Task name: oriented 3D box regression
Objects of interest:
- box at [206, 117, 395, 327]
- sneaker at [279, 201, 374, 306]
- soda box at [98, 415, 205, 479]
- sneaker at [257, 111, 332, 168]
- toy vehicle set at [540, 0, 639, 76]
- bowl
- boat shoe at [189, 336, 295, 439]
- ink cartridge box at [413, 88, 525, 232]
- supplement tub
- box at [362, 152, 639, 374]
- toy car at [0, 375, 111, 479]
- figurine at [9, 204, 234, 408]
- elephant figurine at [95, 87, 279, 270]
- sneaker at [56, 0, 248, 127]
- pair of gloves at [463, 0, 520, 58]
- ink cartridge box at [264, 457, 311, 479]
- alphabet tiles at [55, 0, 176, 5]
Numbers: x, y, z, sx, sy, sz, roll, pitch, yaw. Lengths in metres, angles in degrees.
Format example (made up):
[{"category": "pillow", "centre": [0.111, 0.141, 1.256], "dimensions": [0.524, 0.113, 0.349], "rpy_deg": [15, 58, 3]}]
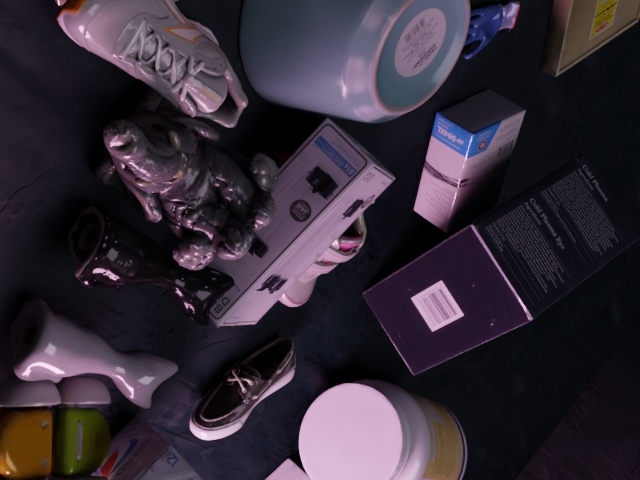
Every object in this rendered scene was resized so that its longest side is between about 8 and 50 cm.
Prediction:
[{"category": "box", "centre": [-0.042, -0.017, 1.330], "dimensions": [0.290, 0.087, 0.169], "rpy_deg": [-47, 168, 8]}, {"category": "sneaker", "centre": [0.000, 0.000, 1.467], "dimensions": [0.103, 0.111, 0.252], "rpy_deg": [-15, 133, -47]}, {"category": "soda box", "centre": [-0.226, 0.311, 1.331], "dimensions": [0.091, 0.098, 0.286], "rpy_deg": [-44, -169, -15]}, {"category": "sneaker", "centre": [-0.048, -0.109, 1.359], "dimensions": [0.161, 0.057, 0.075], "rpy_deg": [-46, 167, -13]}, {"category": "toy vehicle set", "centre": [0.502, -0.421, 1.806], "dimensions": [0.267, 0.035, 0.166], "rpy_deg": [-34, 145, -30]}, {"category": "bowl", "centre": [0.067, -0.269, 1.237], "dimensions": [0.311, 0.163, 0.312], "rpy_deg": [-33, 144, -29]}, {"category": "boat shoe", "centre": [-0.122, 0.225, 1.573], "dimensions": [0.219, 0.077, 0.070], "rpy_deg": [-38, 148, -39]}, {"category": "ink cartridge box", "centre": [0.249, -0.134, 1.700], "dimensions": [0.148, 0.086, 0.203], "rpy_deg": [-27, 141, -39]}, {"category": "supplement tub", "centre": [0.122, 0.394, 1.911], "dimensions": [0.241, 0.241, 0.331], "rpy_deg": [-55, 150, 2]}, {"category": "box", "centre": [0.303, 0.045, 1.720], "dimensions": [0.312, 0.179, 0.343], "rpy_deg": [-30, 176, -35]}, {"category": "toy car", "centre": [-0.346, 0.246, 1.227], "dimensions": [0.182, 0.136, 0.159], "rpy_deg": [10, 76, -54]}, {"category": "figurine", "centre": [-0.232, 0.093, 1.199], "dimensions": [0.209, 0.092, 0.215], "rpy_deg": [29, 98, -38]}, {"category": "elephant figurine", "centre": [-0.170, -0.091, 1.117], "dimensions": [0.239, 0.186, 0.169], "rpy_deg": [38, 51, -35]}, {"category": "sneaker", "centre": [-0.152, -0.190, 1.024], "dimensions": [0.099, 0.121, 0.262], "rpy_deg": [-48, 157, 12]}, {"category": "pair of gloves", "centre": [0.260, -0.374, 1.535], "dimensions": [0.159, 0.023, 0.198], "rpy_deg": [-25, 138, -37]}, {"category": "ink cartridge box", "centre": [-0.026, 0.515, 1.860], "dimensions": [0.109, 0.209, 0.062], "rpy_deg": [-39, 146, -23]}, {"category": "alphabet tiles", "centre": [-0.131, -0.371, 0.983], "dimensions": [0.342, 0.011, 0.285], "rpy_deg": [-33, 145, -23]}]
